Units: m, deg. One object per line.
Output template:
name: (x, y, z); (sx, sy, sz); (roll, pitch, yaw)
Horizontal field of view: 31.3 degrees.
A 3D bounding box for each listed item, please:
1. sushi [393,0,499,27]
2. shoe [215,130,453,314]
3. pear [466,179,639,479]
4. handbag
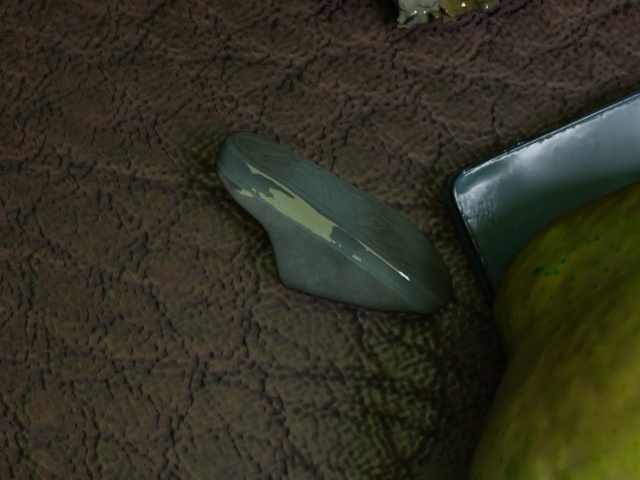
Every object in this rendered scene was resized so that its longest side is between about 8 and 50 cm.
sushi: (0.106, -0.219, 0.830); (0.226, 0.097, 0.103); (-20, 76, 12)
shoe: (0.000, 0.000, 0.817); (0.195, 0.079, 0.078); (36, 118, -3)
pear: (0.261, 0.124, 0.655); (0.391, 0.391, 0.391); (0, 81, 0)
handbag: (0.210, -0.024, 0.821); (0.221, 0.057, 0.144); (-22, 87, -4)
